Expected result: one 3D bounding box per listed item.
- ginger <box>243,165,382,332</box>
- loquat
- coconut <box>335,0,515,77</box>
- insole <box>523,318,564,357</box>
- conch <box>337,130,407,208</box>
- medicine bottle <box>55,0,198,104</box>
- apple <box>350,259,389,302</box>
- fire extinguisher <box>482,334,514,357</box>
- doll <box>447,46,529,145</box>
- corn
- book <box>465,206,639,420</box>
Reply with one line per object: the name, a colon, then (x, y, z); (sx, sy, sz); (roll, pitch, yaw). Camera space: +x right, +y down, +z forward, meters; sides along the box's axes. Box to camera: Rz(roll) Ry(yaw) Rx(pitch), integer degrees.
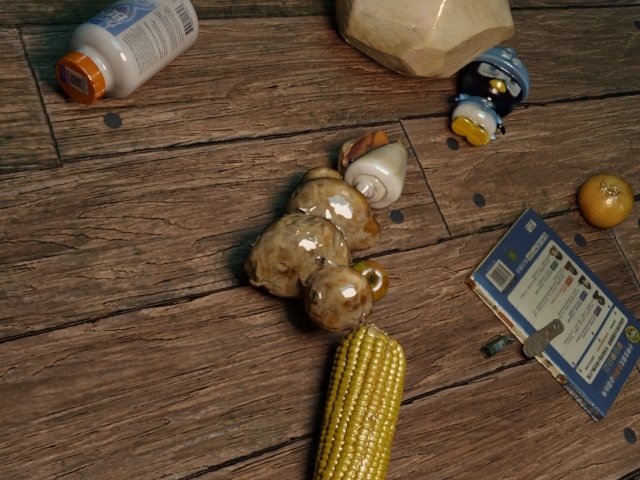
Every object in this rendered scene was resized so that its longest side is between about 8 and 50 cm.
ginger: (0.000, 0.000, 1.677); (0.256, 0.176, 0.375); (15, 46, -1)
loquat: (0.704, -0.101, 2.142); (0.141, 0.141, 0.141); (13, 60, -23)
coconut: (0.253, -0.543, 1.997); (0.415, 0.345, 0.415); (-1, 60, 1)
insole: (0.488, 0.212, 1.891); (0.135, 0.002, 0.045); (-29, 83, -31)
conch: (0.118, -0.147, 1.871); (0.158, 0.127, 0.255); (22, 27, 15)
medicine bottle: (-0.377, -0.377, 1.676); (0.157, 0.157, 0.289); (43, 52, -3)
apple: (0.094, 0.084, 1.743); (0.089, 0.074, 0.089); (11, 62, -22)
fire extinguisher: (0.379, 0.221, 1.858); (0.083, 0.025, 0.038); (-23, 55, -35)
doll: (0.416, -0.366, 2.119); (0.177, 0.141, 0.314); (32, 57, -5)
corn: (0.070, 0.332, 1.558); (0.144, 0.144, 0.387); (22, 56, -17)
book: (0.552, 0.157, 1.977); (0.428, 0.039, 0.300); (47, 53, 1)
